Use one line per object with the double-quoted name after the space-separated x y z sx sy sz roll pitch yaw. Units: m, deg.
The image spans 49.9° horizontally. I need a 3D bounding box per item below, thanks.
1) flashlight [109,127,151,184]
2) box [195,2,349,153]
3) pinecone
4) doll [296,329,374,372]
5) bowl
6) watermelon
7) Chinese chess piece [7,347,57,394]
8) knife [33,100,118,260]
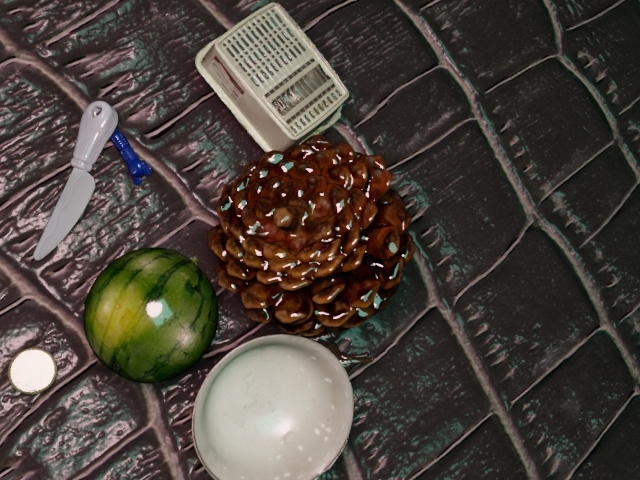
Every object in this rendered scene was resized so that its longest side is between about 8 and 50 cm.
-0.382 -0.173 1.374 0.121 0.057 0.035 55 31 3 "flashlight"
-0.099 -0.327 1.440 0.220 0.166 0.290 -42 97 -22 "box"
0.000 0.000 1.336 0.397 0.397 0.398 4 79 -21 "pinecone"
0.012 0.233 1.443 0.165 0.057 0.139 -28 107 -6 "doll"
-0.106 0.316 1.324 0.313 0.146 0.314 -3 97 -22 "bowl"
-0.302 0.134 1.242 0.242 0.242 0.243 4 79 -21 "watermelon"
-0.522 0.237 1.247 0.084 0.034 0.084 4 78 -19 "Chinese chess piece"
-0.462 -0.113 1.315 0.080 0.044 0.332 11 76 19 "knife"
